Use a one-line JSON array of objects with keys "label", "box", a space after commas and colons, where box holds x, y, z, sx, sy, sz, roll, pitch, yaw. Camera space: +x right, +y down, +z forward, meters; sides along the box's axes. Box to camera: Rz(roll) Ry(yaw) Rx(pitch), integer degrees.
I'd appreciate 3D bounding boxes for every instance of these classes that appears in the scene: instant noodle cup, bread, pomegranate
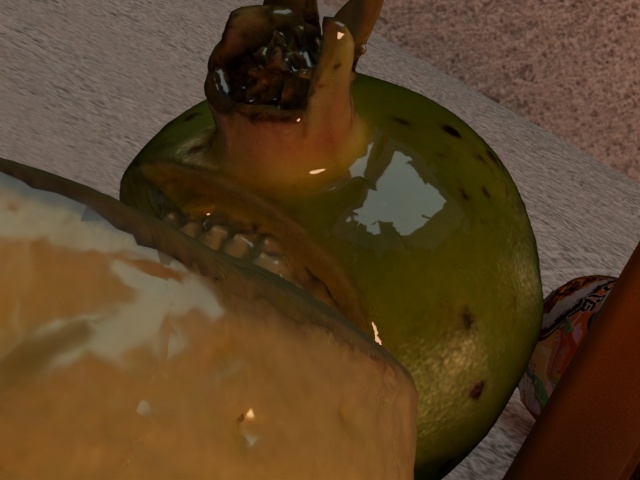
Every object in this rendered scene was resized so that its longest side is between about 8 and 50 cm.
[{"label": "instant noodle cup", "box": [0.227, 0.098, 1.462, 0.178, 0.208, 0.125, -29, 26, -21]}, {"label": "bread", "box": [-0.124, 0.093, 0.704, 0.321, 0.237, 0.320, 25, -2, 1]}, {"label": "pomegranate", "box": [0.000, 0.000, 1.096, 0.261, 0.340, 0.260, 1, 41, -1]}]

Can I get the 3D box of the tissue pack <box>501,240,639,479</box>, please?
[{"label": "tissue pack", "box": [0.218, 0.139, 1.063, 0.145, 0.274, 0.194, 9, 23, -48]}]
